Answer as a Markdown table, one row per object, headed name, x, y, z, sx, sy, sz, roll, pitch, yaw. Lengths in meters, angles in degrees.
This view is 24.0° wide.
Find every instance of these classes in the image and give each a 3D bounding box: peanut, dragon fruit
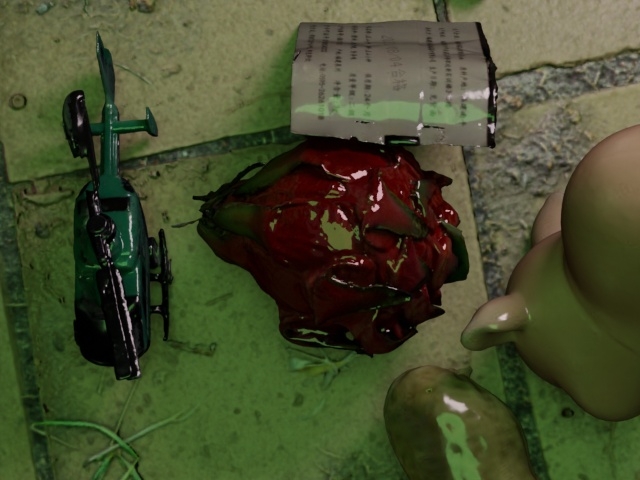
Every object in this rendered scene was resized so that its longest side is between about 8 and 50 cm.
| name | x | y | z | sx | sy | sz | roll | pitch | yaw |
| --- | --- | --- | --- | --- | --- | --- | --- | --- | --- |
| peanut | 0.151 | 0.225 | 1.518 | 0.129 | 0.129 | 0.224 | -28 | 81 | -1 |
| dragon fruit | 0.000 | 0.000 | 1.495 | 0.293 | 0.234 | 0.234 | -3 | 85 | 2 |

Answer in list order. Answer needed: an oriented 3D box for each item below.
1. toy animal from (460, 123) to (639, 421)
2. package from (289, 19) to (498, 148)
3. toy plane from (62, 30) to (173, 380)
| name | x | y | z | sx | sy | sz | roll | pitch | yaw |
| --- | --- | --- | --- | --- | --- | --- | --- | --- | --- |
| toy animal | 0.296 | 0.031 | 1.451 | 0.269 | 0.326 | 0.237 | 11 | 43 | 27 |
| package | 0.073 | -0.174 | 1.515 | 0.204 | 0.251 | 0.062 | 3 | 126 | -1 |
| toy plane | -0.214 | -0.021 | 1.544 | 0.106 | 0.155 | 0.382 | -3 | 68 | 2 |
